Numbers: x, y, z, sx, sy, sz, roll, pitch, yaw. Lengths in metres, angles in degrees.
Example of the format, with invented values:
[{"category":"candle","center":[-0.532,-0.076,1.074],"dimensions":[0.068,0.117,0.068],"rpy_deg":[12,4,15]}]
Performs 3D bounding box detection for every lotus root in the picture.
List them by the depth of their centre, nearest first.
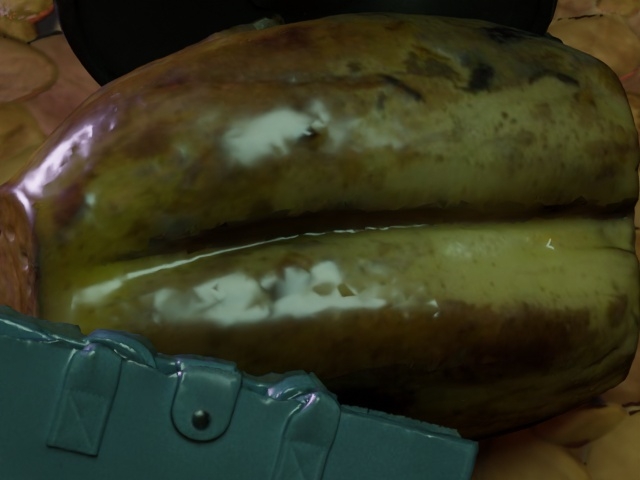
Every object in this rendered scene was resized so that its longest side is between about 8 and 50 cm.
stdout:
[{"category":"lotus root","center":[0.002,-0.003,0.775],"dimensions":[0.291,0.193,0.193],"rpy_deg":[-7,56,-13]}]

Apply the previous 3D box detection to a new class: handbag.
[{"category":"handbag","center":[-0.061,0.109,0.682],"dimensions":[0.221,0.057,0.144],"rpy_deg":[15,96,-16]}]

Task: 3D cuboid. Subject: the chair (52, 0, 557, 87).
[{"category":"chair","center":[-0.006,-0.260,0.933],"dimensions":[0.226,0.226,0.401],"rpy_deg":[6,53,-7]}]
